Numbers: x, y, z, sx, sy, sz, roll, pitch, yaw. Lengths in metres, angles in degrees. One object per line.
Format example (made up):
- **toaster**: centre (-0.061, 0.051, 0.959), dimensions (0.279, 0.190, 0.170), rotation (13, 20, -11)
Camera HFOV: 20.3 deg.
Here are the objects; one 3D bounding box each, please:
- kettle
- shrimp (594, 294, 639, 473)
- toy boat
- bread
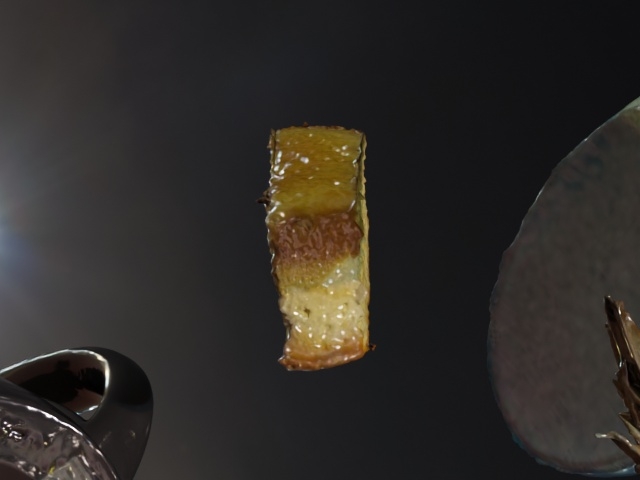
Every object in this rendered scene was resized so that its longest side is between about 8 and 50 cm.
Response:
- **kettle**: centre (-0.224, 0.159, 1.156), dimensions (0.207, 0.268, 0.290), rotation (63, -14, -14)
- **shrimp**: centre (0.184, 0.181, 0.956), dimensions (0.296, 0.169, 0.058), rotation (61, -1, 3)
- **toy boat**: centre (0.246, 0.040, 1.319), dimensions (0.215, 0.123, 0.330), rotation (50, -44, 29)
- **bread**: centre (0.000, 0.000, 1.077), dimensions (0.187, 0.065, 0.103), rotation (-81, 167, -66)
